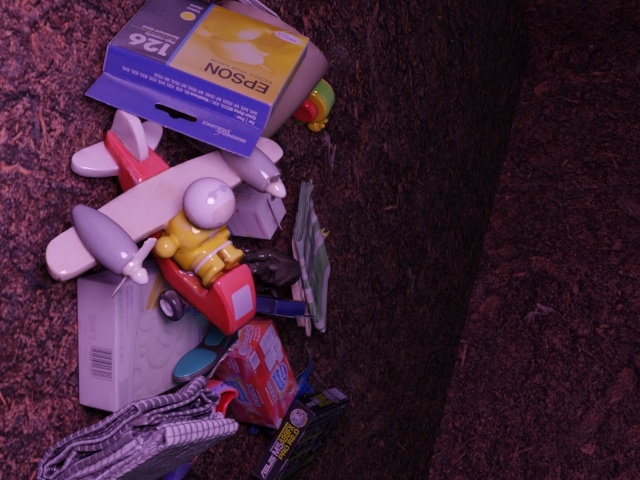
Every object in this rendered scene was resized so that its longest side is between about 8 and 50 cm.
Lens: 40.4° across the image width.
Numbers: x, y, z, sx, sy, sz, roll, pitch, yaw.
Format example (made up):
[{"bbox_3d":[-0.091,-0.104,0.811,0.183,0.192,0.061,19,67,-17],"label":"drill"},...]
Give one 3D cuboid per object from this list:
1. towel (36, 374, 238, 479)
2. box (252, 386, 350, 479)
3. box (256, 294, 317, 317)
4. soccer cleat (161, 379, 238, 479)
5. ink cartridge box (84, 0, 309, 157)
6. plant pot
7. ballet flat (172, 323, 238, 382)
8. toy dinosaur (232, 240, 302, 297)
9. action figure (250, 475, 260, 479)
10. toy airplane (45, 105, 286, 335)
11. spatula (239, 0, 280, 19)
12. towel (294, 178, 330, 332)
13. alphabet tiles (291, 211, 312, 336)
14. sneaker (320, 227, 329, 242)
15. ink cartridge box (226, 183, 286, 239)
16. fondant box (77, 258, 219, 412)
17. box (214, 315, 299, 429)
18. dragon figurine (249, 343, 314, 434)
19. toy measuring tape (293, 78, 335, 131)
[{"bbox_3d":[-0.324,0.353,1.533,0.235,0.284,0.121,7,52,-62],"label":"towel"},{"bbox_3d":[-0.043,0.480,2.158,0.216,0.060,0.270,-59,162,10],"label":"box"},{"bbox_3d":[-0.129,0.139,1.905,0.136,0.225,0.036,11,86,-64],"label":"box"},{"bbox_3d":[-0.260,0.407,1.850,0.248,0.095,0.083,-66,148,-32],"label":"soccer cleat"},{"bbox_3d":[-0.208,-0.311,1.539,0.307,0.304,0.072,-68,178,-46],"label":"ink cartridge box"},{"bbox_3d":[-0.159,-0.298,1.770,0.274,0.257,0.256,-61,150,-7],"label":"plant pot"},{"bbox_3d":[-0.219,0.230,1.716,0.203,0.074,0.074,-54,141,-48],"label":"ballet flat"},{"bbox_3d":[-0.111,0.061,1.950,0.160,0.314,0.120,6,78,-26],"label":"toy dinosaur"},{"bbox_3d":[-0.123,0.726,2.146,0.164,0.141,0.275,-44,133,-68],"label":"action figure"},{"bbox_3d":[-0.242,-0.064,1.489,0.385,0.272,0.385,21,66,-29],"label":"toy airplane"},{"bbox_3d":[-0.137,-0.476,1.780,0.019,0.242,0.168,-53,153,5],"label":"spatula"},{"bbox_3d":[-0.017,0.042,2.177,0.247,0.038,0.324,-84,168,-47],"label":"towel"},{"bbox_3d":[-0.047,0.084,2.170,0.284,0.021,0.277,-83,168,-60],"label":"alphabet tiles"},{"bbox_3d":[0.000,0.000,2.347,0.083,0.031,0.035,-44,145,-43],"label":"sneaker"},{"bbox_3d":[-0.150,-0.068,1.910,0.089,0.143,0.092,-63,147,-35],"label":"ink cartridge box"},{"bbox_3d":[-0.321,0.165,1.678,0.330,0.096,0.238,-18,112,-62],"label":"fondant box"},{"bbox_3d":[-0.154,0.302,2.004,0.128,0.123,0.256,-59,144,-39],"label":"box"},{"bbox_3d":[-0.079,0.378,2.196,0.289,0.085,0.144,-62,155,-23],"label":"dragon figurine"},{"bbox_3d":[-0.041,-0.388,2.092,0.121,0.122,0.330,-64,147,-34],"label":"toy measuring tape"}]
